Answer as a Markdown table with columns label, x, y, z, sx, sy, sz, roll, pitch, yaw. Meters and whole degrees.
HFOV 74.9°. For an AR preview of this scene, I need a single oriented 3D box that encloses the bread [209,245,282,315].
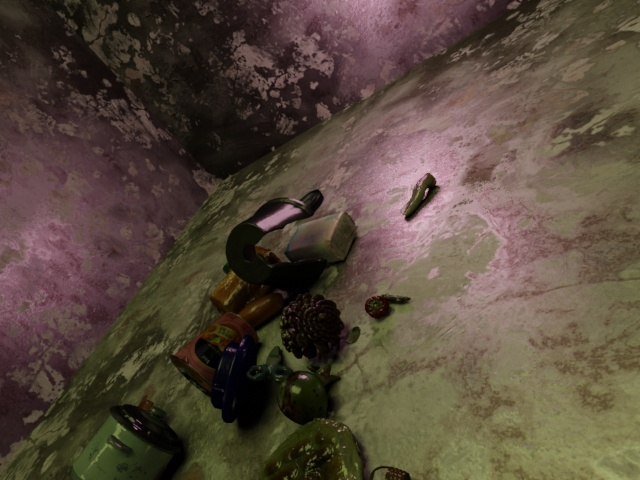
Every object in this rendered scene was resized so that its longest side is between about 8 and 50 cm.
| label | x | y | z | sx | sy | sz | roll | pitch | yaw |
| --- | --- | --- | --- | --- | --- | --- | --- | --- | --- |
| bread | -0.311 | 0.189 | 1.811 | 0.195 | 0.148 | 0.344 | 17 | 60 | 46 |

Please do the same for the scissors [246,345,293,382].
| label | x | y | z | sx | sy | sz | roll | pitch | yaw |
| --- | --- | --- | --- | --- | --- | --- | --- | --- | --- |
| scissors | -0.146 | 0.380 | 1.299 | 0.138 | 0.041 | 0.289 | 2 | 3 | -1 |

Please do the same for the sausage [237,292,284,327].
| label | x | y | z | sx | sy | sz | roll | pitch | yaw |
| --- | --- | --- | --- | --- | --- | --- | --- | --- | --- |
| sausage | -0.247 | 0.283 | 1.638 | 0.238 | 0.098 | 0.098 | -32 | 27 | 13 |

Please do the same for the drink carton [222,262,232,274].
| label | x | y | z | sx | sy | sz | roll | pitch | yaw |
| --- | --- | --- | --- | --- | --- | --- | --- | --- | --- |
| drink carton | -0.380 | 0.118 | 2.033 | 0.144 | 0.146 | 0.142 | -39 | 17 | 2 |

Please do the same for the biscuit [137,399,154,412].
| label | x | y | z | sx | sy | sz | roll | pitch | yaw |
| --- | --- | --- | --- | --- | --- | --- | --- | --- | --- |
| biscuit | -0.706 | 0.693 | 1.569 | 0.295 | 0.044 | 0.186 | -50 | 22 | 27 |

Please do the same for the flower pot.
| label | x | y | z | sx | sy | sz | roll | pitch | yaw |
| --- | --- | --- | --- | --- | --- | --- | --- | --- | --- |
| flower pot | -0.198 | 0.035 | 1.560 | 0.379 | 0.379 | 0.251 | -24 | -3 | 31 |

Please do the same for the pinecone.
| label | x | y | z | sx | sy | sz | roll | pitch | yaw |
| --- | --- | --- | --- | --- | --- | --- | --- | --- | --- |
| pinecone | -0.037 | 0.267 | 1.274 | 0.208 | 0.207 | 0.207 | -31 | 27 | 18 |

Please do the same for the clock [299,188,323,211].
| label | x | y | z | sx | sy | sz | roll | pitch | yaw |
| --- | --- | --- | --- | --- | --- | --- | --- | --- | --- |
| clock | -0.064 | -0.192 | 2.191 | 0.185 | 0.040 | 0.184 | -32 | 27 | 19 |

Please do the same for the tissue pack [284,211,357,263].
| label | x | y | z | sx | sy | sz | roll | pitch | yaw |
| --- | --- | --- | --- | --- | --- | --- | --- | --- | --- |
| tissue pack | -0.001 | 0.002 | 1.715 | 0.271 | 0.124 | 0.201 | -14 | 40 | 41 |

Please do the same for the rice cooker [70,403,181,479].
| label | x | y | z | sx | sy | sz | roll | pitch | yaw |
| --- | --- | --- | --- | --- | --- | --- | --- | --- | --- |
| rice cooker | -0.602 | 0.671 | 1.324 | 0.316 | 0.264 | 0.316 | -57 | -15 | -23 |

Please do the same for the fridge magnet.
| label | x | y | z | sx | sy | sz | roll | pitch | yaw |
| --- | --- | --- | --- | --- | --- | --- | --- | --- | --- |
| fridge magnet | -0.261 | 0.423 | 1.293 | 0.113 | 0.265 | 0.265 | 12 | 41 | 3 |

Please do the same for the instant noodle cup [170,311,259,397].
| label | x | y | z | sx | sy | sz | roll | pitch | yaw |
| --- | --- | --- | --- | --- | --- | --- | --- | --- | --- |
| instant noodle cup | -0.364 | 0.397 | 1.495 | 0.244 | 0.244 | 0.255 | -6 | 34 | 49 |

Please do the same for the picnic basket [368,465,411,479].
| label | x | y | z | sx | sy | sz | roll | pitch | yaw |
| --- | --- | --- | --- | --- | --- | --- | --- | --- | --- |
| picnic basket | 0.134 | 0.486 | 0.828 | 0.083 | 0.072 | 0.072 | -9 | 39 | 28 |

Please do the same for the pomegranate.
| label | x | y | z | sx | sy | sz | roll | pitch | yaw |
| --- | --- | --- | --- | --- | --- | --- | --- | --- | --- |
| pomegranate | -0.041 | 0.404 | 1.124 | 0.149 | 0.148 | 0.169 | -21 | 26 | 36 |

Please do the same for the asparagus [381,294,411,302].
| label | x | y | z | sx | sy | sz | roll | pitch | yaw |
| --- | --- | --- | --- | --- | --- | --- | --- | --- | --- |
| asparagus | 0.225 | 0.174 | 1.245 | 0.108 | 0.025 | 0.021 | -2 | 87 | 49 |

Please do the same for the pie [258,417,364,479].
| label | x | y | z | sx | sy | sz | roll | pitch | yaw |
| --- | --- | --- | --- | --- | --- | --- | --- | --- | --- |
| pie | -0.025 | 0.542 | 0.943 | 0.306 | 0.071 | 0.306 | -29 | 35 | 23 |

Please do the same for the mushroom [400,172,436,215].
| label | x | y | z | sx | sy | sz | roll | pitch | yaw |
| --- | --- | --- | --- | --- | --- | --- | --- | --- | --- |
| mushroom | 0.366 | -0.167 | 1.573 | 0.202 | 0.054 | 0.059 | -54 | 23 | -15 |

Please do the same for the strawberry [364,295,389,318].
| label | x | y | z | sx | sy | sz | roll | pitch | yaw |
| --- | --- | --- | --- | --- | --- | --- | --- | --- | --- |
| strawberry | 0.169 | 0.199 | 1.253 | 0.073 | 0.073 | 0.083 | -41 | -10 | -1 |

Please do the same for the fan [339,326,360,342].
| label | x | y | z | sx | sy | sz | roll | pitch | yaw |
| --- | --- | --- | --- | --- | --- | --- | --- | --- | --- |
| fan | 0.093 | 0.285 | 1.276 | 0.060 | 0.003 | 0.080 | -50 | 27 | -19 |
